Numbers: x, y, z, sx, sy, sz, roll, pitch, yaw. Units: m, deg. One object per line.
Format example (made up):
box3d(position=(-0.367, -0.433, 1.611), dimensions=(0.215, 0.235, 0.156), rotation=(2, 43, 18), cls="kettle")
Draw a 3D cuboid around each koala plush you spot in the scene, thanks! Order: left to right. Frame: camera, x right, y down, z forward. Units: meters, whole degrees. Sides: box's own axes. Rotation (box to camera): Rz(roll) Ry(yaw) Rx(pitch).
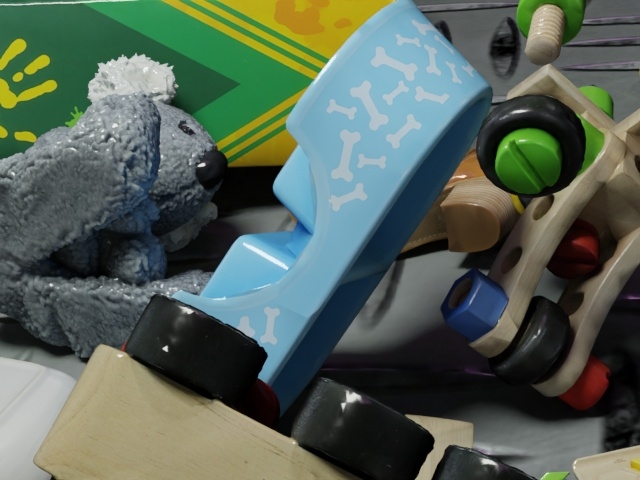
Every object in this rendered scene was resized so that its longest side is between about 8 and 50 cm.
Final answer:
box3d(position=(-0.152, -0.038, 0.894), dimensions=(0.203, 0.196, 0.221), rotation=(-9, 28, 25), cls="koala plush")

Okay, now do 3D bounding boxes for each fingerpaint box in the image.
box3d(position=(-0.114, -0.215, 1.178), dimensions=(0.371, 0.163, 0.445), rotation=(-1, 22, 2), cls="fingerpaint box")

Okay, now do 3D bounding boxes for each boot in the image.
box3d(position=(0.084, -0.042, 0.977), dimensions=(0.197, 0.073, 0.152), rotation=(10, 27, 22), cls="boot")

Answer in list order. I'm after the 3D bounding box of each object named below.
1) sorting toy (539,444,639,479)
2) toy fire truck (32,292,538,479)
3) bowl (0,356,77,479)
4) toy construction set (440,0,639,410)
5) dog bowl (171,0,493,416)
box3d(position=(0.166, 0.139, 0.659), dimensions=(0.083, 0.012, 0.062), rotation=(-10, 28, -7), cls="sorting toy")
box3d(position=(0.003, 0.123, 0.573), dimensions=(0.217, 0.246, 0.159), rotation=(25, 77, 10), cls="toy fire truck")
box3d(position=(-0.229, 0.120, 0.748), dimensions=(0.142, 0.053, 0.142), rotation=(7, 31, 22), cls="bowl")
box3d(position=(0.239, -0.036, 0.732), dimensions=(0.308, 0.257, 0.237), rotation=(18, 39, 1), cls="toy construction set")
box3d(position=(0.000, 0.000, 0.709), dimensions=(0.074, 0.297, 0.166), rotation=(35, 10, 11), cls="dog bowl")
